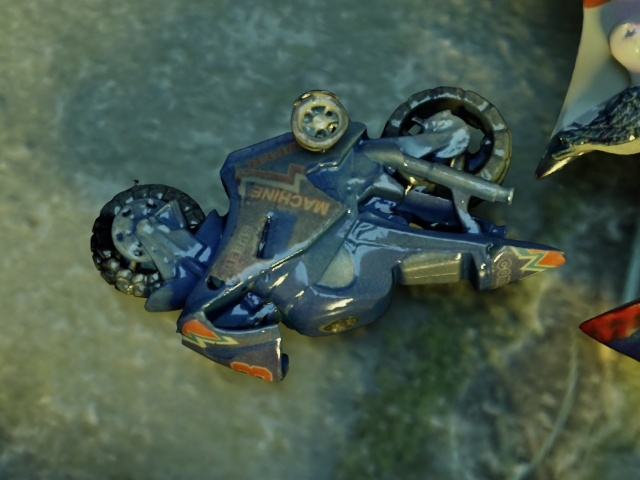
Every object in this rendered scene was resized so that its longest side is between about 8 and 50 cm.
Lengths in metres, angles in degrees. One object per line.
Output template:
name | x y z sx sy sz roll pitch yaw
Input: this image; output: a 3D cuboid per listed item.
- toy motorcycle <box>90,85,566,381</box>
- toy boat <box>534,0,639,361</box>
toy motorcycle | 0.000 0.000 0.629 0.205 0.076 0.114 -18 70 -3
toy boat | 0.199 -0.089 0.625 0.219 0.072 0.318 -10 86 4
